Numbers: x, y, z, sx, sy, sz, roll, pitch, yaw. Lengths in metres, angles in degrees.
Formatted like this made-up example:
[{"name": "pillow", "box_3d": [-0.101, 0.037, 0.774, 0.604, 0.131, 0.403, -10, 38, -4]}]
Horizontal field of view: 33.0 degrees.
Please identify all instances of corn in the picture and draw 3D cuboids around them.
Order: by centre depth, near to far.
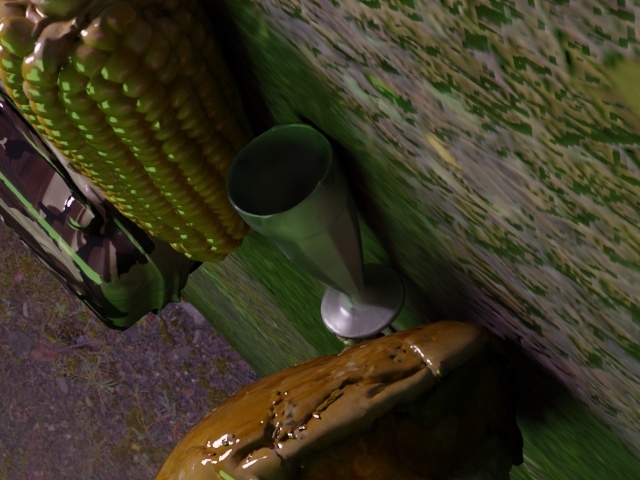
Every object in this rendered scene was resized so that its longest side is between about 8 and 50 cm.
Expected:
[{"name": "corn", "box_3d": [-0.115, -0.084, 0.729, 0.130, 0.130, 0.347, 43, 170, 27]}]

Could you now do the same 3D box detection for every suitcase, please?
[{"name": "suitcase", "box_3d": [-0.252, -0.089, 1.121, 0.351, 0.194, 0.339, 47, 163, 5]}]

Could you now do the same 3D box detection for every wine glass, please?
[{"name": "wine glass", "box_3d": [0.000, 0.000, 0.709, 0.073, 0.073, 0.155, 40, 166, 41]}]

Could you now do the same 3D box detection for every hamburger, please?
[{"name": "hamburger", "box_3d": [0.002, 0.141, 0.704, 0.285, 0.265, 0.134, 116, 137, -73]}]

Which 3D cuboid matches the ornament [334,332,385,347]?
[{"name": "ornament", "box_3d": [0.062, 0.138, 0.933, 0.203, 0.081, 0.088, 49, 169, 0]}]
